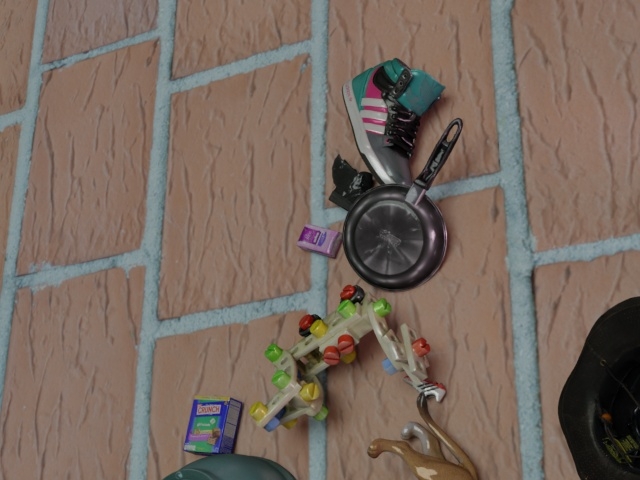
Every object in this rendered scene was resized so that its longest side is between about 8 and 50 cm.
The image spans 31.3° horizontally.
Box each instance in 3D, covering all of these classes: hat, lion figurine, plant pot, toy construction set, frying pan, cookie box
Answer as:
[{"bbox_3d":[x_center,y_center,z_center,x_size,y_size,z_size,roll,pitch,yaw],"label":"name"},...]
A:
[{"bbox_3d":[0.513,0.250,1.693,0.331,0.134,0.331,-14,73,55],"label":"hat"},{"bbox_3d":[0.151,0.456,1.832,0.240,0.142,0.392,26,79,29],"label":"lion figurine"},{"bbox_3d":[-0.187,0.498,1.977,0.293,0.196,0.293,-13,62,26],"label":"plant pot"},{"bbox_3d":[0.032,0.203,1.992,0.327,0.151,0.215,-22,28,18],"label":"toy construction set"},{"bbox_3d":[0.177,-0.043,2.043,0.326,0.053,0.197,-40,81,19],"label":"frying pan"},{"bbox_3d":[-0.203,0.348,2.145,0.091,0.040,0.107,-4,66,36],"label":"cookie box"}]

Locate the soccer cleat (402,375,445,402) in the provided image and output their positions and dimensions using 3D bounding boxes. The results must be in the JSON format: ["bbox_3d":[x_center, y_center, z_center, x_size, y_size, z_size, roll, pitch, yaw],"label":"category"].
[{"bbox_3d":[0.176,0.255,1.972,0.083,0.029,0.036,13,72,30],"label":"soccer cleat"}]

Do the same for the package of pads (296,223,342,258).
[{"bbox_3d":[0.000,0.000,2.189,0.083,0.032,0.050,15,74,35],"label":"package of pads"}]

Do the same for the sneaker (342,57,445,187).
[{"bbox_3d":[0.159,-0.231,2.149,0.178,0.124,0.296,-35,54,25],"label":"sneaker"}]

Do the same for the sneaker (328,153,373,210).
[{"bbox_3d":[0.075,-0.093,2.174,0.170,0.051,0.089,31,91,40],"label":"sneaker"}]
